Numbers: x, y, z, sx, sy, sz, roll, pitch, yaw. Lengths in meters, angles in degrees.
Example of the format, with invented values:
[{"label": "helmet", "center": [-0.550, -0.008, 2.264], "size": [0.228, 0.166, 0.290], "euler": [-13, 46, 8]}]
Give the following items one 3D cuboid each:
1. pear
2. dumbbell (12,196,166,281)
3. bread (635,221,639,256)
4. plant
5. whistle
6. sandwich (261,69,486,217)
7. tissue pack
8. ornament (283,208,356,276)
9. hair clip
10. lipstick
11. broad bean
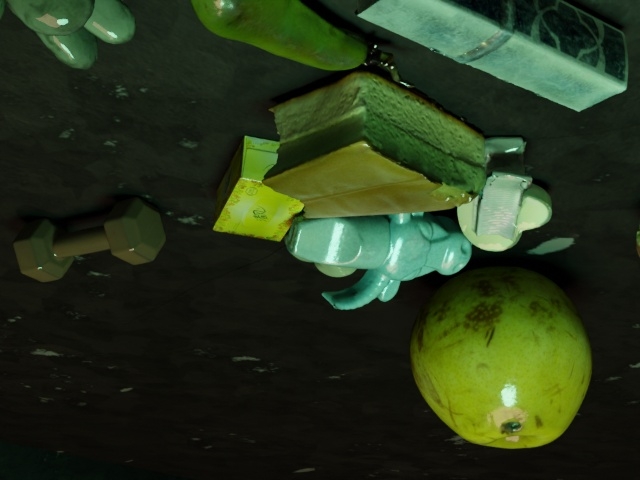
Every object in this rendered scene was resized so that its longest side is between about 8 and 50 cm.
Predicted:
[{"label": "pear", "center": [0.268, 0.174, 1.758], "size": [0.280, 0.281, 0.281], "euler": [3, 158, 1]}, {"label": "dumbbell", "center": [-0.327, 0.001, 1.657], "size": [0.231, 0.092, 0.082], "euler": [-10, 124, 31]}, {"label": "bread", "center": [0.462, -0.019, 1.513], "size": [0.119, 0.067, 0.192], "euler": [-10, 156, 11]}, {"label": "plant", "center": [-0.275, -0.243, 0.976], "size": [0.274, 0.149, 0.146], "euler": [21, 129, -34]}, {"label": "whistle", "center": [0.085, -0.001, 1.544], "size": [0.274, 0.093, 0.186], "euler": [2, 117, -28]}, {"label": "sandwich", "center": [0.056, -0.091, 1.350], "size": [0.186, 0.108, 0.220], "euler": [-18, 152, 42]}, {"label": "tissue pack", "center": [-0.073, -0.062, 1.497], "size": [0.095, 0.062, 0.176], "euler": [9, 156, -14]}, {"label": "ornament", "center": [0.000, 0.000, 1.619], "size": [0.075, 0.081, 0.156], "euler": [18, 170, 25]}, {"label": "hair clip", "center": [0.211, -0.052, 1.470], "size": [0.159, 0.071, 0.218], "euler": [6, 152, 7]}, {"label": "lipstick", "center": [0.168, -0.202, 1.103], "size": [0.289, 0.077, 0.076], "euler": [17, 153, -33]}, {"label": "broad bean", "center": [-0.036, -0.211, 1.118], "size": [0.075, 0.067, 0.325], "euler": [-12, 163, 38]}]
